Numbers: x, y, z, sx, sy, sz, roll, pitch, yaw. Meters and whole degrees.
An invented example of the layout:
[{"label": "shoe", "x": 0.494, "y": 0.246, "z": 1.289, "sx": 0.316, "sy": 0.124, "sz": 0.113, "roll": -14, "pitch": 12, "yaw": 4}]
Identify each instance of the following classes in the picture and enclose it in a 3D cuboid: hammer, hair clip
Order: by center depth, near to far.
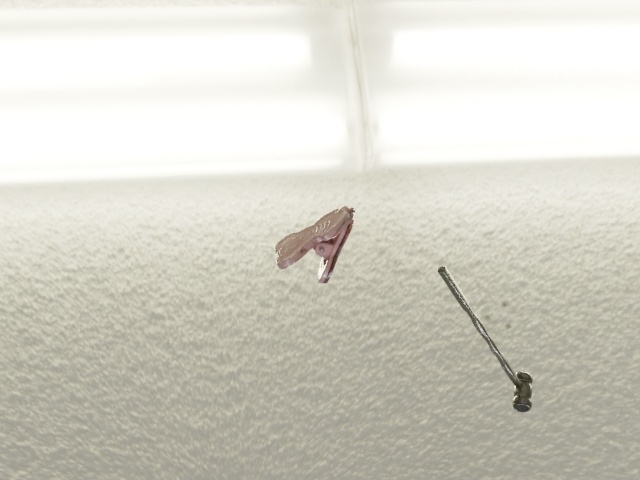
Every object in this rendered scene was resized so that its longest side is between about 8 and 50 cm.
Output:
[{"label": "hammer", "x": 0.231, "y": 0.136, "z": 1.120, "sx": 0.029, "sy": 0.292, "sz": 0.058, "roll": -17, "pitch": -143, "yaw": 29}, {"label": "hair clip", "x": -0.010, "y": -0.005, "z": 1.354, "sx": 0.102, "sy": 0.123, "sz": 0.138, "roll": 21, "pitch": -68, "yaw": -10}]
